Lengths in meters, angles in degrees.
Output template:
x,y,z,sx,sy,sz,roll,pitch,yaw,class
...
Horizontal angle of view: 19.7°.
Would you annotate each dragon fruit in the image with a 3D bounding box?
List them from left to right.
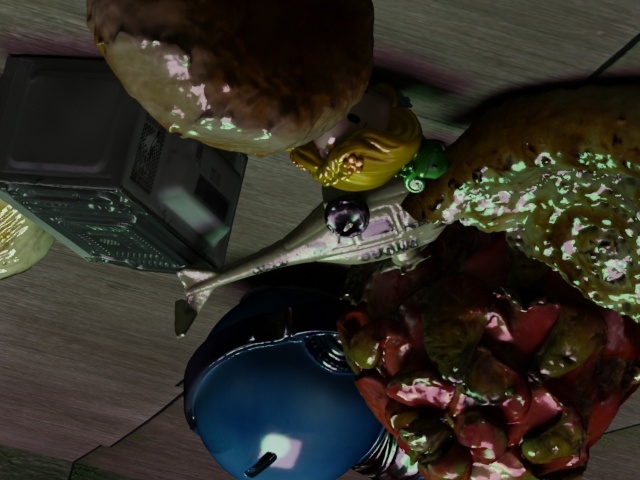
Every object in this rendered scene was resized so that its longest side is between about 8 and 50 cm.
x,y,z,sx,sy,sz,roll,pitch,yaw,class
0.159,0.118,1.674,0.314,0.262,0.296,-4,158,43,dragon fruit

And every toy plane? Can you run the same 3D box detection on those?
x,y,z,sx,sy,sz,roll,pitch,yaw,class
0.000,0.000,1.552,0.286,0.092,0.108,-19,120,6,toy plane

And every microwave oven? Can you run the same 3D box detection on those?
x,y,z,sx,sy,sz,roll,pitch,yaw,class
-0.172,-0.058,1.567,0.162,0.122,0.208,6,163,24,microwave oven

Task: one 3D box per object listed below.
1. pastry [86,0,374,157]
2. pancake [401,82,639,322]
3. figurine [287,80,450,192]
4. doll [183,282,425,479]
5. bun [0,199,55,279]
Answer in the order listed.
x,y,z,sx,sy,sz,roll,pitch,yaw,class
-0.052,-0.145,1.069,0.182,0.192,0.093,18,158,-41,pastry
0.214,-0.018,1.358,0.377,0.054,0.197,3,123,44,pancake
0.017,-0.077,1.415,0.156,0.094,0.115,21,153,-10,figurine
0.002,0.168,2.028,0.310,0.240,0.284,19,139,-23,doll
-0.357,-0.052,1.658,0.244,0.153,0.244,-2,145,-2,bun
